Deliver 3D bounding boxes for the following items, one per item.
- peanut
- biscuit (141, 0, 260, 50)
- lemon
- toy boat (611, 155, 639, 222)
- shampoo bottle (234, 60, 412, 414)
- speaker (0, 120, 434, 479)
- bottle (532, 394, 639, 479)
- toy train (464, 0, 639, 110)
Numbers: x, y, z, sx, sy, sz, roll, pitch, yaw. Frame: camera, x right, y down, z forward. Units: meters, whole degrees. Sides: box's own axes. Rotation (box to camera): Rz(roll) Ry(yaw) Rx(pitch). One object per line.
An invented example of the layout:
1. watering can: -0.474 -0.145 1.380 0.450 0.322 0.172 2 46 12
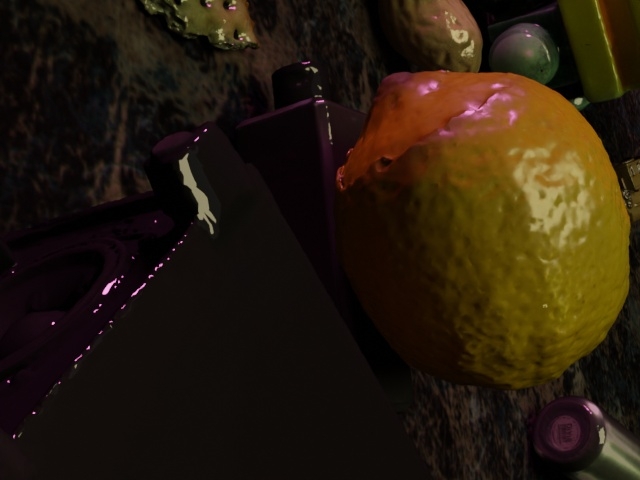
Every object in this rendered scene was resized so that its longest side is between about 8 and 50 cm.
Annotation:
1. peanut: 0.086 -0.220 0.924 0.082 0.082 0.187 -32 104 -56
2. biscuit: -0.109 -0.224 0.697 0.144 0.016 0.203 -15 89 -57
3. lemon: 0.097 -0.004 0.635 0.181 0.181 0.193 -13 108 -57
4. toy boat: 0.393 -0.066 1.347 0.200 0.057 0.077 -20 90 -56
5. shampoo bottle: 0.000 0.000 0.716 0.079 0.080 0.246 10 70 -56
6. speaker: -0.089 0.117 0.448 0.254 0.184 0.232 62 36 -23
7. bottle: 0.299 0.229 1.083 0.254 0.079 0.096 36 12 -43
8. toy train: 0.342 -0.255 1.148 0.442 0.272 0.179 -37 111 -55
